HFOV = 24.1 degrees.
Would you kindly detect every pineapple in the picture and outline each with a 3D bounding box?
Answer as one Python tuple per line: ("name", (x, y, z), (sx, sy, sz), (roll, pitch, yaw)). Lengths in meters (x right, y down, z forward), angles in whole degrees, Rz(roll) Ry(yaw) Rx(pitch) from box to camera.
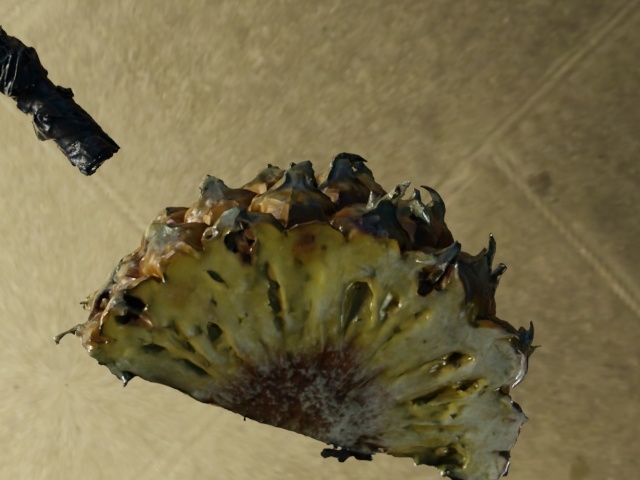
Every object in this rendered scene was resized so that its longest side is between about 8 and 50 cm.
("pineapple", (-0.001, -0.001, 1.120), (0.344, 0.286, 0.209), (19, 110, -16))

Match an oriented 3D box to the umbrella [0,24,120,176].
("umbrella", (-0.193, -0.101, 0.990), (0.144, 0.037, 0.040), (46, 47, -1))
